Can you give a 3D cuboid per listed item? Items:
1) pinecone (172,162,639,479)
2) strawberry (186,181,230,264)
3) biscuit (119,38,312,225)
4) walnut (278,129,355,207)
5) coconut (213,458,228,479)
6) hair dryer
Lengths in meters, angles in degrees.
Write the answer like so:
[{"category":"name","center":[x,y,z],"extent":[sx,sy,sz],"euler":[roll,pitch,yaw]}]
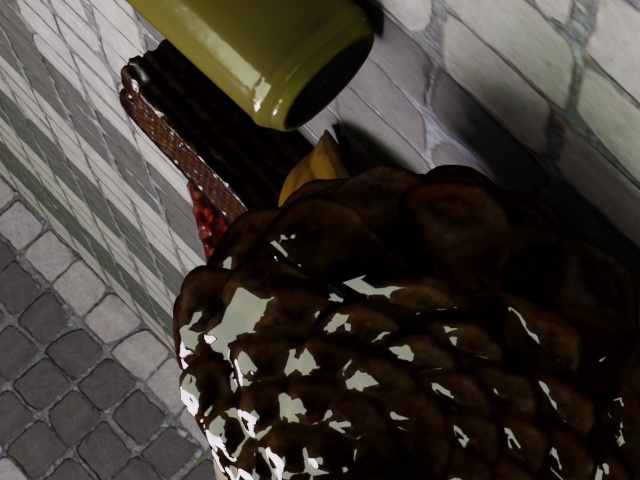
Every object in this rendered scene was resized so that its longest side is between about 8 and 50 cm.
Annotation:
[{"category":"pinecone","center":[0.063,0.087,1.070],"extent":[0.298,0.242,0.296],"euler":[47,179,-7]},{"category":"strawberry","center":[-0.009,0.032,1.579],"extent":[0.236,0.107,0.175],"euler":[52,-154,-20]},{"category":"biscuit","center":[0.000,0.000,1.469],"extent":[0.388,0.073,0.107],"euler":[46,168,4]},{"category":"walnut","center":[0.029,0.034,1.330],"extent":[0.211,0.087,0.167],"euler":[56,-173,10]},{"category":"coconut","center":[0.034,0.216,1.733],"extent":[0.259,0.259,0.259],"euler":[45,170,11]},{"category":"hair dryer","center":[-0.033,-0.114,1.183],"extent":[0.135,0.090,0.278],"euler":[43,175,11]}]
